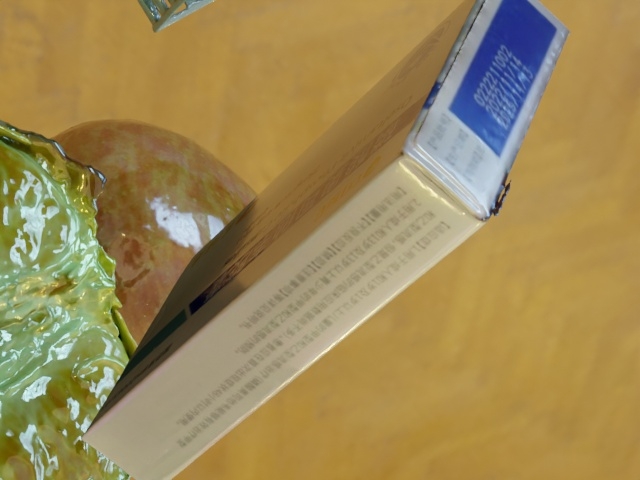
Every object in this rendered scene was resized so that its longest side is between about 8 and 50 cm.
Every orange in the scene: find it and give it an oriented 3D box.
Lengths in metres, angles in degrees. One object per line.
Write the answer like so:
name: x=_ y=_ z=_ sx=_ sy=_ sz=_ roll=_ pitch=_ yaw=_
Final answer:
orange: x=-0.271 y=0.069 z=1.410 sx=0.262 sy=0.196 sz=0.334 roll=-52 pitch=128 yaw=-59

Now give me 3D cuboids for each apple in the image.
apple: x=-0.165 y=0.028 z=1.772 sx=0.278 sy=0.250 sz=0.309 roll=-18 pitch=147 yaw=2

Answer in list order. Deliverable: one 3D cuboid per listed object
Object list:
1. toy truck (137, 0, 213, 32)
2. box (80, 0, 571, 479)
toy truck: x=-0.054 y=-0.177 z=0.838 sx=0.080 sy=0.115 sz=0.178 roll=-33 pitch=178 yaw=-30
box: x=0.000 y=0.000 z=1.202 sx=0.343 sy=0.065 sz=0.200 roll=-41 pitch=-167 yaw=40
